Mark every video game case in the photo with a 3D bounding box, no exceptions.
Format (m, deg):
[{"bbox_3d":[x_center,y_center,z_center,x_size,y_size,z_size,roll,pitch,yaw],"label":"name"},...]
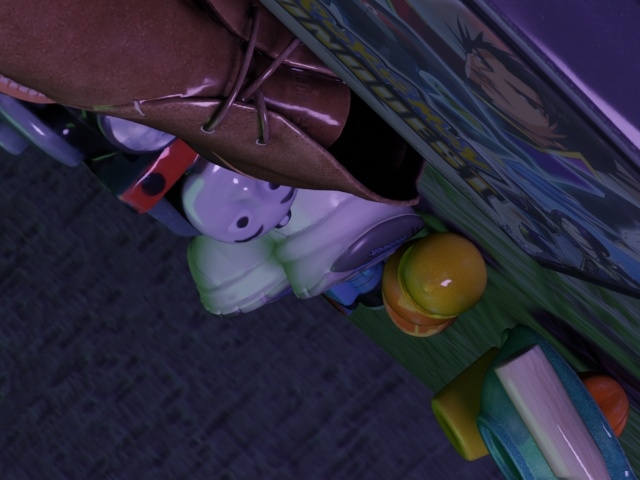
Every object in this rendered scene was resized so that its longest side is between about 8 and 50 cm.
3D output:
[{"bbox_3d":[0.032,-0.075,0.526,0.275,0.035,0.248,43,176,-14],"label":"video game case"}]

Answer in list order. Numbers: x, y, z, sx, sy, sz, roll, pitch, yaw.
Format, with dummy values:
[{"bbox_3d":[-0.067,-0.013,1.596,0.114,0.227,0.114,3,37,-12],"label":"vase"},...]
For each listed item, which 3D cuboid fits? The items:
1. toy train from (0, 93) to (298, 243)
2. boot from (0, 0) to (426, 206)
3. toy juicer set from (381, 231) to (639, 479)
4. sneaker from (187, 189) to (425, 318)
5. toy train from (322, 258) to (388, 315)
[{"bbox_3d":[-0.128,-0.109,0.970,0.190,0.142,0.334,39,-179,-37],"label":"toy train"},{"bbox_3d":[-0.046,-0.084,0.667,0.115,0.112,0.305,25,-179,33],"label":"boot"},{"bbox_3d":[0.135,0.085,1.003,0.209,0.089,0.329,63,172,-21],"label":"toy juicer set"},{"bbox_3d":[-0.030,-0.027,1.113,0.129,0.111,0.297,60,156,-3],"label":"sneaker"},{"bbox_3d":[0.000,0.000,1.326,0.105,0.080,0.184,31,169,40],"label":"toy train"}]
